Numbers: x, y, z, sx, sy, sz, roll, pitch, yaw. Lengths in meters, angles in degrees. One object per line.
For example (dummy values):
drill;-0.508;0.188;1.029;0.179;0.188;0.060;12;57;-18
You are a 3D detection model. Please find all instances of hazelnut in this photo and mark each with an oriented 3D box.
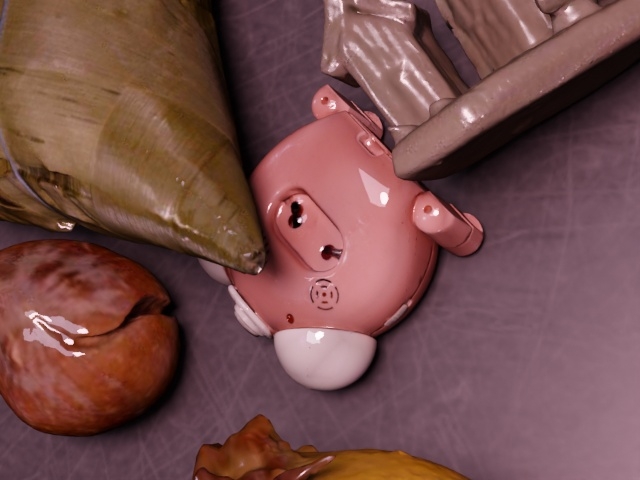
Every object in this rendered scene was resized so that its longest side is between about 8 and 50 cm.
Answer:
hazelnut;-0.174;0.065;0.871;0.154;0.143;0.143;40;95;19

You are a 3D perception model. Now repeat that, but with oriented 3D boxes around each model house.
model house;0.108;-0.150;0.790;0.229;0.122;0.188;-31;67;-1

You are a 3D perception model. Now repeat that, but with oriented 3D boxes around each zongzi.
zongzi;-0.109;-0.145;0.850;0.360;0.160;0.323;15;85;46

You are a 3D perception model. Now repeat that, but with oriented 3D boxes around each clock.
clock;0.000;0.000;0.834;0.162;0.092;0.166;-47;63;11

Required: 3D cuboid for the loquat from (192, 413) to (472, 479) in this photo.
loquat;0.001;0.227;0.670;0.274;0.275;0.275;-7;73;24
